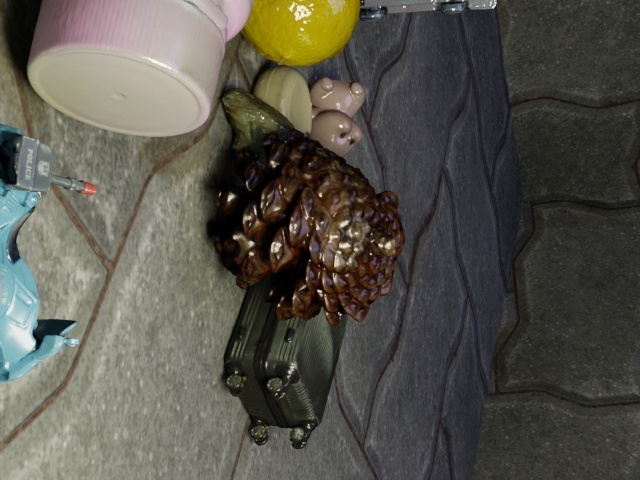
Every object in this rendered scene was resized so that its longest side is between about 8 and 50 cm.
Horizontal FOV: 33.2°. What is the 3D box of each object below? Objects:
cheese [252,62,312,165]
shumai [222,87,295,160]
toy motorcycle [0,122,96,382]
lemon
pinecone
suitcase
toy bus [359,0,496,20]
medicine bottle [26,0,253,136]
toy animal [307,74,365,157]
[{"bbox_3d":[-0.068,-0.253,1.783,0.163,0.071,0.248,-32,120,-67],"label":"cheese"},{"bbox_3d":[-0.111,-0.175,1.671,0.087,0.124,0.099,-54,-170,15],"label":"shumai"},{"bbox_3d":[-0.313,0.021,1.042,0.182,0.124,0.272,17,74,-58],"label":"toy motorcycle"},{"bbox_3d":[-0.039,-0.371,1.677,0.231,0.192,0.192,46,42,-26],"label":"lemon"},{"bbox_3d":[-0.029,-0.016,1.597,0.298,0.296,0.242,-20,143,-58],"label":"pinecone"},{"bbox_3d":[-0.047,0.162,1.754,0.202,0.128,0.312,72,26,-45],"label":"suitcase"},{"bbox_3d":[0.175,-0.487,2.080,0.136,0.330,0.109,-57,144,-73],"label":"toy bus"},{"bbox_3d":[-0.192,-0.290,1.189,0.241,0.241,0.301,51,44,-60],"label":"medicine bottle"},{"bbox_3d":[0.027,-0.192,1.981,0.124,0.124,0.212,45,44,-63],"label":"toy animal"}]
